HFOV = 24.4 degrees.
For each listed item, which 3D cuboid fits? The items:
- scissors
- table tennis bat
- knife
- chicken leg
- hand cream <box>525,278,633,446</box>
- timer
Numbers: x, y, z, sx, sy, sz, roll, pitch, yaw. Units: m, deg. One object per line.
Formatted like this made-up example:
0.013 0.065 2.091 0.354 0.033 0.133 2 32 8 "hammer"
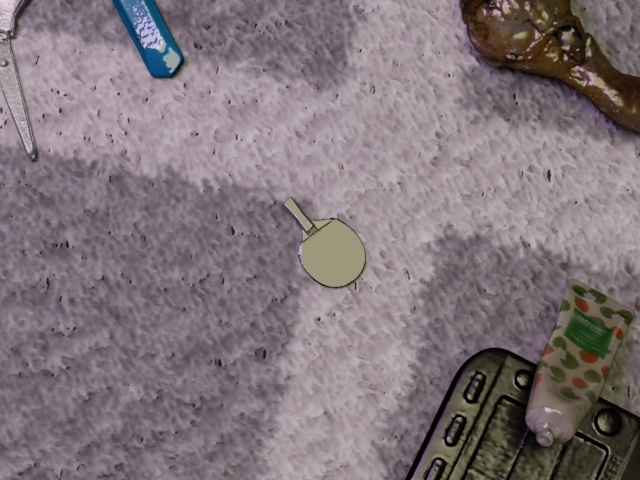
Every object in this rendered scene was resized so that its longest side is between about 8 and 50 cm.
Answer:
-0.259 -0.151 1.191 0.100 0.015 0.189 -18 81 -5 "scissors"
0.000 0.000 1.165 0.050 0.007 0.083 -41 83 -6 "table tennis bat"
-0.190 -0.260 1.207 0.044 0.026 0.296 -27 83 -1 "knife"
0.186 -0.153 1.168 0.198 0.069 0.085 41 59 1 "chicken leg"
0.189 0.091 1.100 0.057 0.037 0.165 29 47 3 "hand cream"
0.168 0.177 1.108 0.187 0.055 0.144 27 74 1 "timer"
